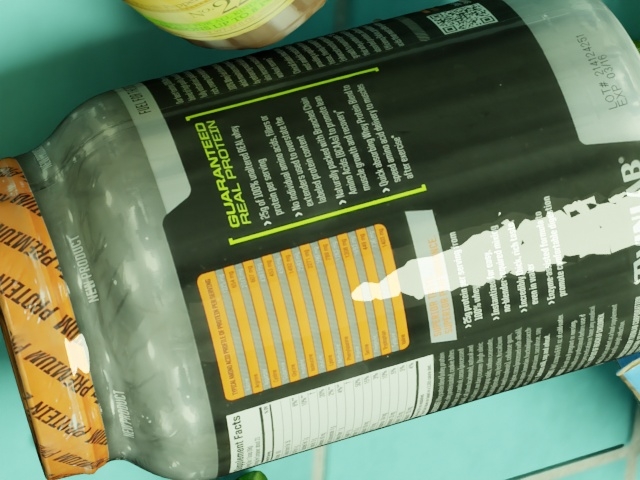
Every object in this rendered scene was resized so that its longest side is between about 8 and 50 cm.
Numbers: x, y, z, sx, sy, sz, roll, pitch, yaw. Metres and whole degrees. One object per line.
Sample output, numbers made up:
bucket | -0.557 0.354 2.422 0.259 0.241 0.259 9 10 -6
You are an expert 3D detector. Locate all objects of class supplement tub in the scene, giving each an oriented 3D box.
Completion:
supplement tub | 0.000 0.000 0.960 0.316 0.193 0.193 -15 123 -11

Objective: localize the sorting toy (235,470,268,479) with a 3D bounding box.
sorting toy | -0.074 0.223 1.135 0.126 0.127 0.365 -11 122 6

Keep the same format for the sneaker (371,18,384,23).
sneaker | 0.056 -0.070 1.080 0.118 0.042 0.067 30 93 -42

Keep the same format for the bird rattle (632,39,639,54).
bird rattle | 0.248 -0.105 1.059 0.207 0.253 0.143 -4 119 13

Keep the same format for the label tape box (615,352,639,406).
label tape box | 0.287 0.026 1.137 0.241 0.106 0.334 -32 150 8

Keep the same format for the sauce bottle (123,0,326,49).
sauce bottle | -0.095 -0.173 0.799 0.111 0.111 0.344 -55 155 3
